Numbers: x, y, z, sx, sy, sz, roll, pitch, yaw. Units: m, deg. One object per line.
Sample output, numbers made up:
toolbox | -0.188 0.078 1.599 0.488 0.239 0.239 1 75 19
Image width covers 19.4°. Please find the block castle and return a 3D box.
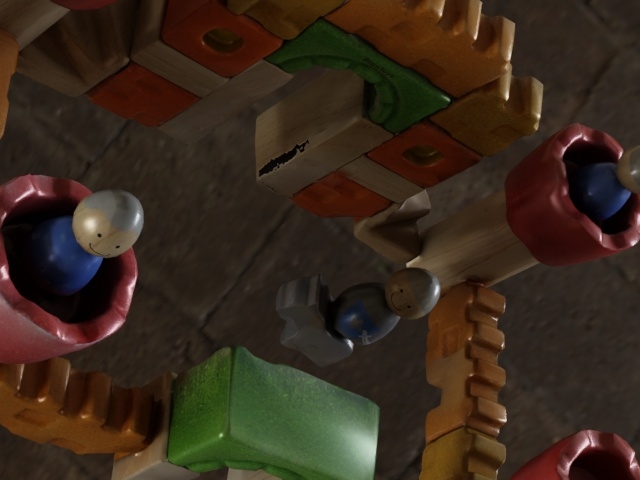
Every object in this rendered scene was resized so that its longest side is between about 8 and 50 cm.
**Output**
block castle | 0.000 0.000 1.039 0.453 0.213 0.303 26 52 -32
